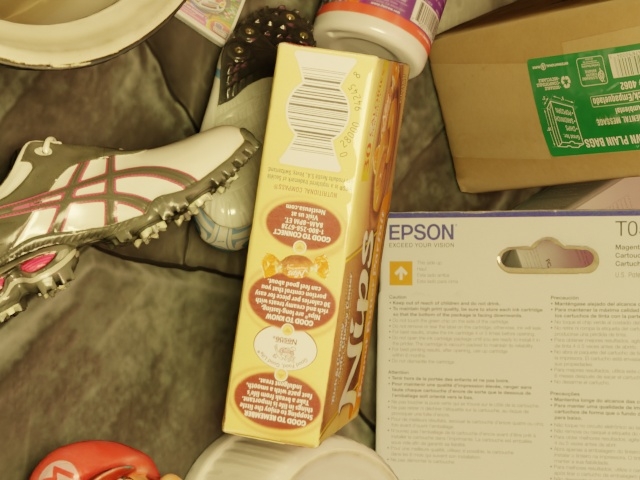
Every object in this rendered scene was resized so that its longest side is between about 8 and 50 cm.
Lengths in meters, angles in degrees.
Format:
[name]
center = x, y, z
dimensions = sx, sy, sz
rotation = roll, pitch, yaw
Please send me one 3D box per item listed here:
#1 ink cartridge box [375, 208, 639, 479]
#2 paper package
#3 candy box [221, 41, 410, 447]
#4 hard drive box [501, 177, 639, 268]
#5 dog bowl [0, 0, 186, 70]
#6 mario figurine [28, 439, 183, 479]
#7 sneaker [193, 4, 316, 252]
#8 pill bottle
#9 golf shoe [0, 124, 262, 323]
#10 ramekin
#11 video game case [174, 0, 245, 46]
[ink cartridge box]
center = 0.209, 0.138, 1.689
dimensions = 0.071, 0.324, 0.330
rotation = 10, 81, -67
[paper package]
center = 0.313, -0.171, 1.777
dimensions = 0.309, 0.325, 0.168
rotation = -26, 103, -35
[candy box]
center = 0.000, 0.000, 1.576
dimensions = 0.183, 0.088, 0.316
rotation = -13, 113, -78
[hard drive box]
center = 0.264, 0.037, 1.875
dimensions = 0.232, 0.089, 0.181
rotation = -29, 106, -35
[dog bowl]
center = -0.259, -0.323, 1.413
dimensions = 0.408, 0.150, 0.408
rotation = 2, 88, -47
[mario figurine]
center = -0.101, 0.280, 1.461
dimensions = 0.320, 0.170, 0.198
rotation = 43, 37, 5
[sneaker]
center = -0.062, -0.099, 1.641
dimensions = 0.085, 0.086, 0.237
rotation = 19, 63, -7
[pill bottle]
center = 0.070, -0.252, 1.724
dimensions = 0.108, 0.108, 0.193
rotation = 31, 69, -33
[golf shoe]
center = -0.177, -0.041, 1.488
dimensions = 0.273, 0.105, 0.120
rotation = -28, 88, -16
[ramekin]
center = -0.015, 0.258, 1.630
dimensions = 0.207, 0.109, 0.207
rotation = 2, 87, -39
[video game case]
center = -0.095, -0.242, 1.654
dimensions = 0.087, 0.011, 0.122
rotation = 32, 68, -33
